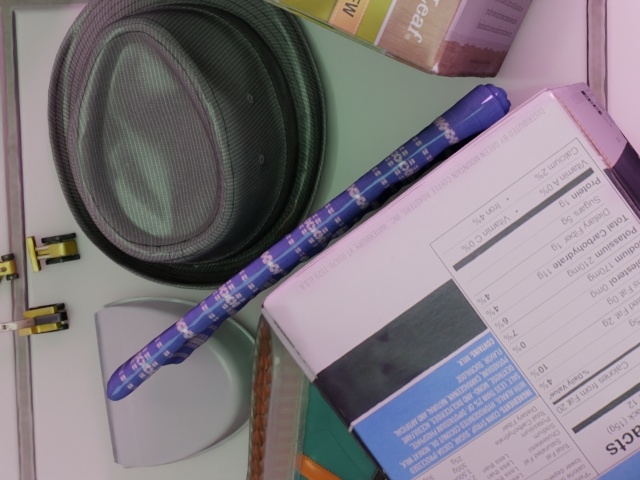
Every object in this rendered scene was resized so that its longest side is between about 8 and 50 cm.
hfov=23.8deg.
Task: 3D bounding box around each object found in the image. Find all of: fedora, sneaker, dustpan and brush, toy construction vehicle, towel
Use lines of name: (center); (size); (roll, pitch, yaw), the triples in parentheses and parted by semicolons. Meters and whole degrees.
fedora: (-0.123, -0.091, 1.219); (0.244, 0.124, 0.275); (-4, 95, 13)
sneaker: (0.004, 0.199, 1.229); (0.121, 0.108, 0.302); (0, 112, -13)
dustpan and brush: (-0.075, 0.114, 1.273); (0.211, 0.060, 0.147); (-3, 99, 20)
toy construction vehicle: (-0.255, 0.041, 1.311); (0.098, 0.035, 0.086); (-7, 94, 14)
towel: (0.000, 0.000, 1.114); (0.336, 0.243, 0.040); (-38, 90, 4)

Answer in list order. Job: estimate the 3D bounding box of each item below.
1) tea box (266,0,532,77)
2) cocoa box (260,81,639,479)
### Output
tea box: (0.007, -0.273, 1.063); (0.323, 0.329, 0.220); (25, 101, 10)
cocoa box: (0.148, 0.047, 1.055); (0.231, 0.347, 0.228); (-37, 87, 14)
